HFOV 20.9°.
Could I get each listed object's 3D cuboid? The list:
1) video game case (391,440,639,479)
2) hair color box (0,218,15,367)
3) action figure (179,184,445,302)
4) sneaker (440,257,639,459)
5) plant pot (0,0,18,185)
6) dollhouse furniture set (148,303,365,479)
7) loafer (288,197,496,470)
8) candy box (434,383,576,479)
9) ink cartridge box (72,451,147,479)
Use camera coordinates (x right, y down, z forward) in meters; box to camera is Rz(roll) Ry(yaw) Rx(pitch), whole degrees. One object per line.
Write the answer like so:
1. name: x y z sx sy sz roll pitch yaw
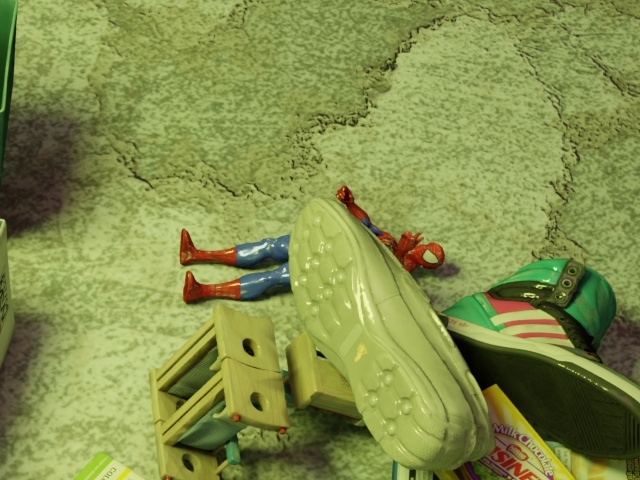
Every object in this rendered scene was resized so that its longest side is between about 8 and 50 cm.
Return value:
1. video game case: 0.185 0.309 1.626 0.244 0.061 0.269 7 49 -1
2. hair color box: -0.382 0.153 1.602 0.105 0.174 0.347 11 49 3
3. action figure: 0.000 0.000 1.815 0.280 0.139 0.091 0 52 -12
4. sneaker: 0.254 0.109 1.733 0.178 0.123 0.296 -34 38 -31
5. plant pot: -0.399 -0.114 1.782 0.166 0.234 0.165 3 50 -6
6. dollhouse furniture set: -0.051 0.170 1.693 0.184 0.129 0.129 19 44 -32
7. loafer: 0.064 0.088 1.669 0.111 0.112 0.319 8 43 -40
8. candy box: 0.183 0.233 1.631 0.105 0.027 0.206 -23 56 -26
9. ink cartridge box: -0.150 0.335 1.534 0.255 0.097 0.189 30 53 17
